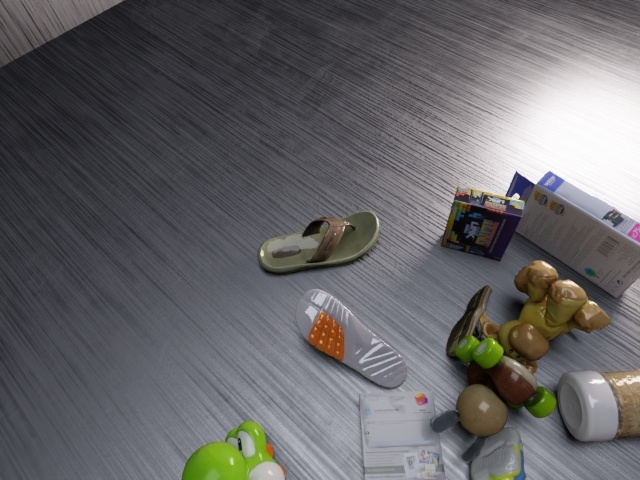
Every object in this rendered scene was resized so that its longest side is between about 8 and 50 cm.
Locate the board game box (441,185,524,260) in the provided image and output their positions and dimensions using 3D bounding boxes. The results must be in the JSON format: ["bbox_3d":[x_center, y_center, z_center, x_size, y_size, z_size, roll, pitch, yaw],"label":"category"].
[{"bbox_3d":[0.354,-0.034,1.021,0.140,0.170,0.048,16,58,15],"label":"board game box"}]

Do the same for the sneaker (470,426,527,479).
[{"bbox_3d":[0.317,0.448,0.780,0.126,0.091,0.240,45,51,-8],"label":"sneaker"}]

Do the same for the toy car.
[{"bbox_3d":[0.287,0.294,0.827,0.155,0.149,0.188,43,79,0],"label":"toy car"}]

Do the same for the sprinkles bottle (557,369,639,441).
[{"bbox_3d":[0.627,0.288,0.821,0.354,0.121,0.121,-3,57,2],"label":"sprinkles bottle"}]

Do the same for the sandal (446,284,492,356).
[{"bbox_3d":[0.324,0.171,0.961,0.049,0.072,0.180,39,61,2],"label":"sandal"}]

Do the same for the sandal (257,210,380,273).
[{"bbox_3d":[-0.001,0.002,1.076,0.302,0.086,0.120,-17,58,-6],"label":"sandal"}]

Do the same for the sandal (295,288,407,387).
[{"bbox_3d":[0.057,0.210,0.953,0.265,0.076,0.102,39,81,3],"label":"sandal"}]

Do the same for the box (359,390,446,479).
[{"bbox_3d":[0.148,0.379,0.850,0.145,0.038,0.186,-3,58,2],"label":"box"}]

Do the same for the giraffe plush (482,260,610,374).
[{"bbox_3d":[0.417,0.165,0.898,0.170,0.210,0.181,-43,59,-2],"label":"giraffe plush"}]

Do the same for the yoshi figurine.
[{"bbox_3d":[-0.130,0.475,0.723,0.203,0.203,0.362,-20,55,-1],"label":"yoshi figurine"}]

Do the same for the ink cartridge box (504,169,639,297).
[{"bbox_3d":[0.545,-0.027,0.992,0.311,0.186,0.065,38,70,25],"label":"ink cartridge box"}]
